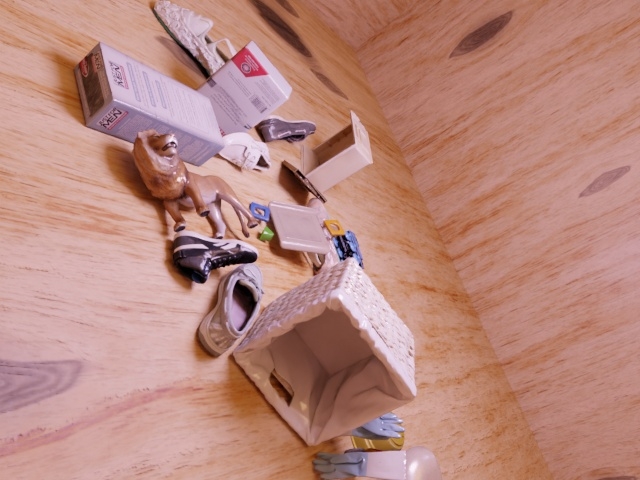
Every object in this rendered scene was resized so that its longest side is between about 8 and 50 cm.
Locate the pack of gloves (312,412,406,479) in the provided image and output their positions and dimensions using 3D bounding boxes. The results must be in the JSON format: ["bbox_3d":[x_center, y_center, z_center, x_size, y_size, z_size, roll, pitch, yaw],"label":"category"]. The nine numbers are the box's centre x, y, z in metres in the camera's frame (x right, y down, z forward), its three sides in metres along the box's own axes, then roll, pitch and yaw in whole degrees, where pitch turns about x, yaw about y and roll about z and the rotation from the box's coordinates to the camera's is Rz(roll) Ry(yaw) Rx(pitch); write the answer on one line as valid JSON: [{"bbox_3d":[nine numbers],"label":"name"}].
[{"bbox_3d":[0.101,0.524,1.368,0.195,0.232,0.046,-77,160,-54],"label":"pack of gloves"}]

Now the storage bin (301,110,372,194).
[{"bbox_3d":[0.060,-0.357,2.183,0.123,0.262,0.260,41,30,-35],"label":"storage bin"}]

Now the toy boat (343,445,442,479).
[{"bbox_3d":[0.200,0.651,1.459,0.318,0.148,0.267,48,49,-24],"label":"toy boat"}]

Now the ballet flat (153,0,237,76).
[{"bbox_3d":[-0.389,-0.682,1.883,0.409,0.147,0.147,49,27,-19],"label":"ballet flat"}]

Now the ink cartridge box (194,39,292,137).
[{"bbox_3d":[-0.258,-0.456,1.707,0.197,0.273,0.114,48,23,-21],"label":"ink cartridge box"}]

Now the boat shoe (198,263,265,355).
[{"bbox_3d":[-0.196,0.151,1.339,0.118,0.103,0.320,52,26,-14],"label":"boat shoe"}]

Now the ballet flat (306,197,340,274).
[{"bbox_3d":[-0.015,-0.018,1.867,0.106,0.107,0.316,2,57,-36],"label":"ballet flat"}]

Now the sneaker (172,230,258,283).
[{"bbox_3d":[-0.256,0.058,1.328,0.217,0.079,0.121,12,50,-24],"label":"sneaker"}]

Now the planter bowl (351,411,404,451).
[{"bbox_3d":[0.183,0.563,1.588,0.217,0.090,0.217,42,30,-32],"label":"planter bowl"}]

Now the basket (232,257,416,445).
[{"bbox_3d":[0.029,0.266,1.361,0.328,0.331,0.266,53,24,-13],"label":"basket"}]

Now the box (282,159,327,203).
[{"bbox_3d":[-0.060,-0.218,1.988,0.164,0.021,0.201,46,1,-24],"label":"box"}]

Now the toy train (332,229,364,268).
[{"bbox_3d":[0.111,0.043,2.053,0.105,0.080,0.184,25,40,-59],"label":"toy train"}]

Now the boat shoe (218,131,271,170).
[{"bbox_3d":[-0.236,-0.275,1.745,0.277,0.098,0.096,-3,63,-63],"label":"boat shoe"}]

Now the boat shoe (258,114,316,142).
[{"bbox_3d":[-0.125,-0.417,2.115,0.335,0.112,0.095,-9,87,-57],"label":"boat shoe"}]

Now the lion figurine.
[{"bbox_3d":[-0.324,-0.132,1.422,0.240,0.142,0.392,60,10,21],"label":"lion figurine"}]

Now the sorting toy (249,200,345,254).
[{"bbox_3d":[-0.074,-0.034,1.755,0.348,0.047,0.196,9,44,-30],"label":"sorting toy"}]

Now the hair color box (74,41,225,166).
[{"bbox_3d":[-0.439,-0.345,1.437,0.374,0.114,0.185,16,48,-56],"label":"hair color box"}]
